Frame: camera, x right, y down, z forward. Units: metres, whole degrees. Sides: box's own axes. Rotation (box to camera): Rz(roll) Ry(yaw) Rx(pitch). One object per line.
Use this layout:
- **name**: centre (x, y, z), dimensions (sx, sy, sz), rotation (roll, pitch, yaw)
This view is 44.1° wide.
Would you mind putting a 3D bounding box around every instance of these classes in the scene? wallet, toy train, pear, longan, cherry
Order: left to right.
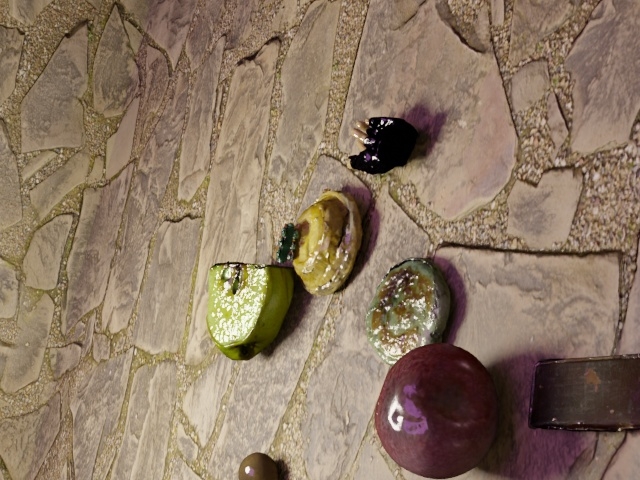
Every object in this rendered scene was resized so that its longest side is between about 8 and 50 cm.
- **pear**: centre (-0.167, 0.182, 2.022), dimensions (0.238, 0.164, 0.255), rotation (-3, 80, 42)
- **longan**: centre (-0.146, 0.559, 1.869), dimensions (0.113, 0.092, 0.113), rotation (11, 106, 44)
- **toy train**: centre (-0.086, 0.006, 1.947), dimensions (0.064, 0.044, 0.103), rotation (-146, 71, -77)
- **cherry**: centre (0.204, 0.307, 1.404), dimensions (0.239, 0.206, 0.239), rotation (179, 90, -86)
- **wallet**: centre (0.432, 0.242, 1.244), dimensions (0.232, 0.031, 0.122), rotation (-14, 59, 50)

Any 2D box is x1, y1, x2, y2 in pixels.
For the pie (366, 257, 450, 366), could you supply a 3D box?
- **pie**: centre (0.179, 0.149, 1.631), dimensions (0.240, 0.054, 0.240), rotation (-30, 50, 43)

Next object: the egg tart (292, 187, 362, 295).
- **egg tart**: centre (0.000, 0.000, 1.918), dimensions (0.279, 0.095, 0.279), rotation (-33, 50, 50)

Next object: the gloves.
- **gloves**: centre (0.131, -0.219, 1.821), dimensions (0.164, 0.124, 0.203), rotation (-46, 15, 2)
